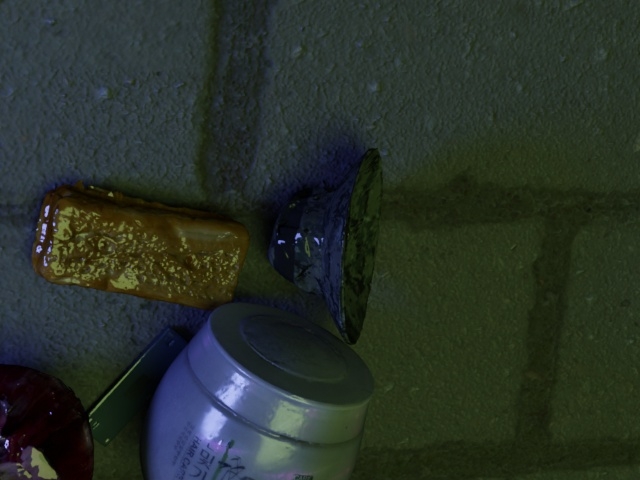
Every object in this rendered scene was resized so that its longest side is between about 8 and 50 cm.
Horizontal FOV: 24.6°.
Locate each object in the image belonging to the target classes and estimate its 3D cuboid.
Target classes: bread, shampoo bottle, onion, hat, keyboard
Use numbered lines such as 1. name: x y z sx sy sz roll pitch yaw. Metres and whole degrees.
1. bread: -0.225 0.007 1.855 0.271 0.077 0.139 10 99 -28
2. shampoo bottle: -0.082 0.237 1.872 0.273 0.273 0.266 13 115 -27
3. onion: -0.382 0.263 1.804 0.252 0.219 0.252 3 98 21
4. hat: 0.000 0.000 1.915 0.128 0.265 0.265 9 105 8
5. keyboard: -0.243 0.192 1.942 0.176 0.014 0.055 -47 119 -4
